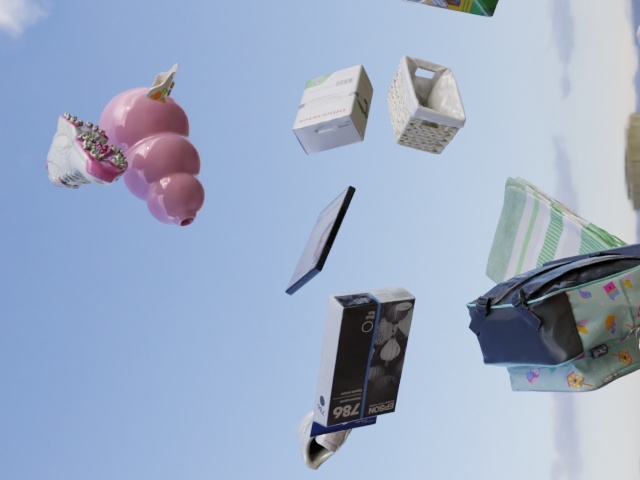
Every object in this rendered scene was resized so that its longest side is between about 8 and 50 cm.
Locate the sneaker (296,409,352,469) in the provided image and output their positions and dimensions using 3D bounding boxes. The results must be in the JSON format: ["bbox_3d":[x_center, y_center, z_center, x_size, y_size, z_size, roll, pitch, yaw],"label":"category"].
[{"bbox_3d":[0.057,0.391,1.803,0.305,0.114,0.152,-56,13,17],"label":"sneaker"}]

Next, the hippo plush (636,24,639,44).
[{"bbox_3d":[0.692,-0.320,1.400,0.234,0.294,0.236,134,151,-58],"label":"hippo plush"}]

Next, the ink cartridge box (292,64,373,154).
[{"bbox_3d":[0.034,-0.326,1.998,0.092,0.160,0.219,59,-150,-37],"label":"ink cartridge box"}]

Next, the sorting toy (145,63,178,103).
[{"bbox_3d":[-0.324,-0.336,1.690,0.045,0.075,0.083,32,-149,-17],"label":"sorting toy"}]

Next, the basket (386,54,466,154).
[{"bbox_3d":[0.199,-0.260,1.554,0.103,0.113,0.167,120,154,-43],"label":"basket"}]

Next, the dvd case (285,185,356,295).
[{"bbox_3d":[0.000,0.000,1.936,0.022,0.180,0.253,31,-122,-11],"label":"dvd case"}]

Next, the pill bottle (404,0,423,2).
[{"bbox_3d":[0.152,-0.376,0.920,0.119,0.208,0.119,17,-123,-28],"label":"pill bottle"}]

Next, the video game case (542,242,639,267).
[{"bbox_3d":[0.494,0.021,1.142,0.275,0.248,0.035,151,113,-76],"label":"video game case"}]

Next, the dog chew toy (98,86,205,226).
[{"bbox_3d":[-0.361,-0.178,1.785,0.331,0.207,0.207,63,-162,19],"label":"dog chew toy"}]

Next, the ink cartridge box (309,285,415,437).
[{"bbox_3d":[0.080,0.254,1.568,0.165,0.065,0.332,-6,-63,-27],"label":"ink cartridge box"}]

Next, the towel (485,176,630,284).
[{"bbox_3d":[0.447,0.048,1.531,0.038,0.325,0.247,-12,-55,-29],"label":"towel"}]

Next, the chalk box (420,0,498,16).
[{"bbox_3d":[0.159,-0.476,1.161,0.289,0.179,0.180,18,-86,-59],"label":"chalk box"}]

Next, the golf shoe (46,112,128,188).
[{"bbox_3d":[-0.464,-0.146,1.567,0.115,0.306,0.140,26,-81,-33],"label":"golf shoe"}]

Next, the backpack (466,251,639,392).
[{"bbox_3d":[0.287,0.091,0.898,0.188,0.166,0.144,-23,-91,-26],"label":"backpack"}]
